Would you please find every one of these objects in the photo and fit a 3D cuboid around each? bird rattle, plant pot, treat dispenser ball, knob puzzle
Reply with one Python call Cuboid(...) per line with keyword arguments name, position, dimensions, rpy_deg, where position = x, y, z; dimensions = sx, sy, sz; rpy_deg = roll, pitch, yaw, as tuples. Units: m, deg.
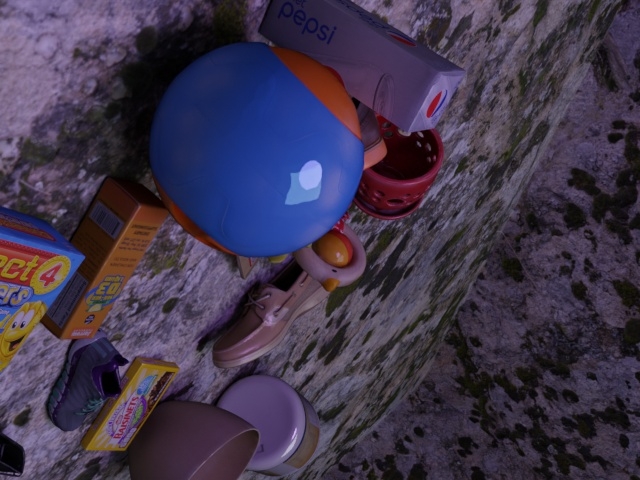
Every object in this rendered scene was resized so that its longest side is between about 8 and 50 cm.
Cuboid(name="bird rattle", position=(0.000, 0.000, 1.518), dimensions=(0.143, 0.207, 0.253), rpy_deg=(-44, 172, 31))
Cuboid(name="plant pot", position=(0.146, -0.152, 1.639), dimensions=(0.191, 0.191, 0.174), rpy_deg=(-43, 165, -24))
Cuboid(name="treat dispenser ball", position=(-0.085, -0.120, 1.058), dimensions=(0.288, 0.288, 0.288), rpy_deg=(-43, 157, -24))
Cuboid(name="knob puzzle", position=(-0.108, -0.033, 1.498), dimensions=(0.213, 0.030, 0.213), rpy_deg=(-57, 171, -14))
Cuboid(name="plant pot", position=(-0.293, 0.448, 1.652), dimensions=(0.284, 0.191, 0.284), rpy_deg=(-44, 158, -23))

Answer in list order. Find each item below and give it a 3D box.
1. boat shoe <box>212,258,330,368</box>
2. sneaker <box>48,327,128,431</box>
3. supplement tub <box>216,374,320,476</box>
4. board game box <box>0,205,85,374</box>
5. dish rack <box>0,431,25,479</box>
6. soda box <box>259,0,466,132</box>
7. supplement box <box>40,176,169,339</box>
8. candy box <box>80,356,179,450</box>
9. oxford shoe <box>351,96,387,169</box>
Cuboid(name="boat shoe", position=(-0.114, 0.142, 1.682), dimensions=(0.341, 0.122, 0.110), rpy_deg=(-41, 119, -36))
Cuboid(name="sneaker", position=(-0.381, 0.254, 1.294), dimensions=(0.083, 0.098, 0.223), rpy_deg=(-25, 145, -51))
Cuboid(name="supplement tub", position=(-0.125, 0.478, 1.994), dimensions=(0.228, 0.228, 0.316), rpy_deg=(-49, 159, -9))
Cuboid(name="board game box", position=(-0.464, 0.090, 0.882), dimensions=(0.301, 0.086, 0.308), rpy_deg=(-54, 159, 3))
Cuboid(name="dish rack", position=(-0.518, 0.405, 1.114), dimensions=(0.208, 0.074, 0.271), rpy_deg=(81, 12, -61))
Cuboid(name="soda box", position=(0.055, -0.268, 1.117), dimensions=(0.091, 0.286, 0.098), rpy_deg=(-20, 143, -56))
Cuboid(name="supplement box", position=(-0.312, 0.029, 1.115), dimensions=(0.233, 0.080, 0.078), rpy_deg=(-55, 157, 12))
Cuboid(name="candy box", position=(-0.363, 0.315, 1.501), dimensions=(0.105, 0.027, 0.205), rpy_deg=(24, 103, -52))
Cuboid(name="oxford shoe", position=(-0.046, -0.148, 1.384), dimensions=(0.364, 0.130, 0.132), rpy_deg=(-31, 118, -30))
